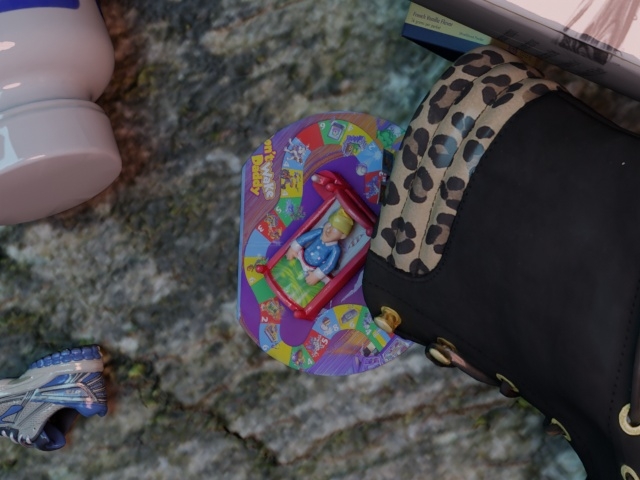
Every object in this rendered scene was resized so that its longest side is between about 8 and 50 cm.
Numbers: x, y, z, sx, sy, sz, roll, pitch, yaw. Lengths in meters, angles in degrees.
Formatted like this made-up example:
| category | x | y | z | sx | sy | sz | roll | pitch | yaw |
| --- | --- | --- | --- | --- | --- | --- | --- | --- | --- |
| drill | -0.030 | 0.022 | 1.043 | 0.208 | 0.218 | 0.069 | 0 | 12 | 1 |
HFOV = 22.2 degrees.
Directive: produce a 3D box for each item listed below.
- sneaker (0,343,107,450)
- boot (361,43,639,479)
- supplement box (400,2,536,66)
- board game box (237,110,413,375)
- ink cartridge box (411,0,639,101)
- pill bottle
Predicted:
| category | x | y | z | sx | sy | sz | roll | pitch | yaw |
| --- | --- | --- | --- | --- | --- | --- | --- | --- | --- |
| sneaker | -0.201 | 0.119 | 1.098 | 0.135 | 0.052 | 0.058 | -25 | 79 | 22 |
| boot | 0.149 | 0.099 | 0.868 | 0.284 | 0.138 | 0.377 | 36 | 132 | 41 |
| supplement box | 0.099 | -0.145 | 0.958 | 0.056 | 0.083 | 0.083 | 20 | 93 | 25 |
| board game box | 0.000 | 0.000 | 1.021 | 0.133 | 0.033 | 0.169 | 0 | 84 | 26 |
| ink cartridge box | 0.161 | -0.136 | 0.801 | 0.289 | 0.211 | 0.122 | 23 | 96 | 0 |
| pill bottle | -0.226 | -0.154 | 1.079 | 0.152 | 0.152 | 0.272 | -26 | 74 | 22 |
